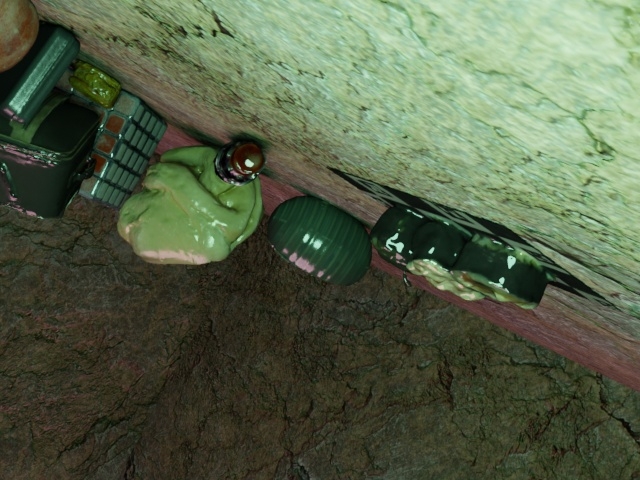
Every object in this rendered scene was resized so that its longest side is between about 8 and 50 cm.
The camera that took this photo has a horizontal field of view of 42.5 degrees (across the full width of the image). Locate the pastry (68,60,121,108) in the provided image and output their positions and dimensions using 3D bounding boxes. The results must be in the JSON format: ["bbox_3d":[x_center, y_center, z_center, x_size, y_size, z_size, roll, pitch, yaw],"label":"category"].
[{"bbox_3d":[-0.427,-0.294,1.558,0.109,0.057,0.097,25,175,36],"label":"pastry"}]

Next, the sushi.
[{"bbox_3d":[0.183,0.038,1.155,0.296,0.100,0.373,30,177,-38],"label":"sushi"}]

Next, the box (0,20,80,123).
[{"bbox_3d":[-0.467,-0.268,1.293,0.050,0.160,0.230,38,173,-37],"label":"box"}]

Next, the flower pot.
[{"bbox_3d":[0.000,0.000,1.800,0.243,0.157,0.189,28,179,-11],"label":"flower pot"}]

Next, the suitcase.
[{"bbox_3d":[-0.620,-0.202,1.489,0.433,0.194,0.283,20,-156,-9],"label":"suitcase"}]

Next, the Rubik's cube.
[{"bbox_3d":[-0.501,-0.223,1.772,0.237,0.238,0.237,27,180,6],"label":"Rubik's cube"}]

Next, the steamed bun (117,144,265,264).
[{"bbox_3d":[-0.288,-0.087,1.809,0.372,0.324,0.230,-113,7,-73],"label":"steamed bun"}]

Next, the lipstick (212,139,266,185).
[{"bbox_3d":[-0.140,-0.134,1.417,0.081,0.081,0.299,28,179,-11],"label":"lipstick"}]

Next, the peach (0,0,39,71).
[{"bbox_3d":[-0.434,-0.274,1.006,0.152,0.152,0.152,28,178,1],"label":"peach"}]
